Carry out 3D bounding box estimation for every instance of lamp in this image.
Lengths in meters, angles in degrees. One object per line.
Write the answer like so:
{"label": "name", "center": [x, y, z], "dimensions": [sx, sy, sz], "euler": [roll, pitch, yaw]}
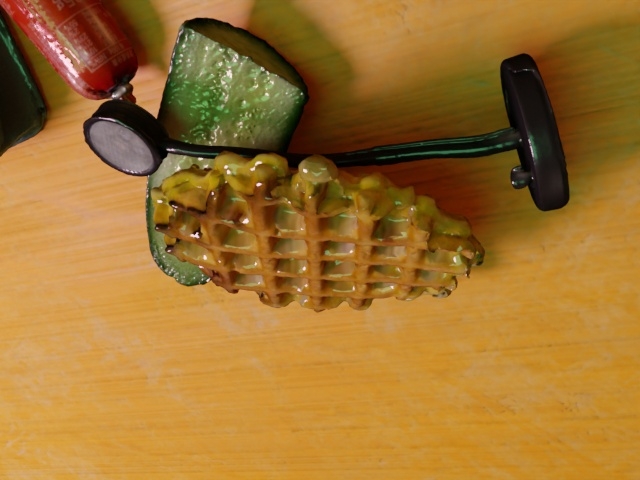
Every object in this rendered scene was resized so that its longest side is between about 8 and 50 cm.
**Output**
{"label": "lamp", "center": [0.005, -0.087, 0.647], "dimensions": [0.371, 0.108, 0.130], "euler": [2, 142, 22]}

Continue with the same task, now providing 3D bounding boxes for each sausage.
{"label": "sausage", "center": [-0.249, -0.224, 0.710], "dimensions": [0.074, 0.074, 0.274], "euler": [-33, 100, 32]}

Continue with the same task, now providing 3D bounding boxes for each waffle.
{"label": "waffle", "center": [0.000, 0.000, 0.654], "dimensions": [0.243, 0.059, 0.237], "euler": [27, 150, -33]}

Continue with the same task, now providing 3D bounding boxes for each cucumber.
{"label": "cucumber", "center": [-0.095, -0.067, 0.728], "dimensions": [0.115, 0.063, 0.244], "euler": [21, 121, -7]}

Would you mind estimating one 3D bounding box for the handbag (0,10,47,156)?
{"label": "handbag", "center": [-0.429, -0.165, 0.779], "dimensions": [0.274, 0.100, 0.269], "euler": [-15, 109, 18]}
